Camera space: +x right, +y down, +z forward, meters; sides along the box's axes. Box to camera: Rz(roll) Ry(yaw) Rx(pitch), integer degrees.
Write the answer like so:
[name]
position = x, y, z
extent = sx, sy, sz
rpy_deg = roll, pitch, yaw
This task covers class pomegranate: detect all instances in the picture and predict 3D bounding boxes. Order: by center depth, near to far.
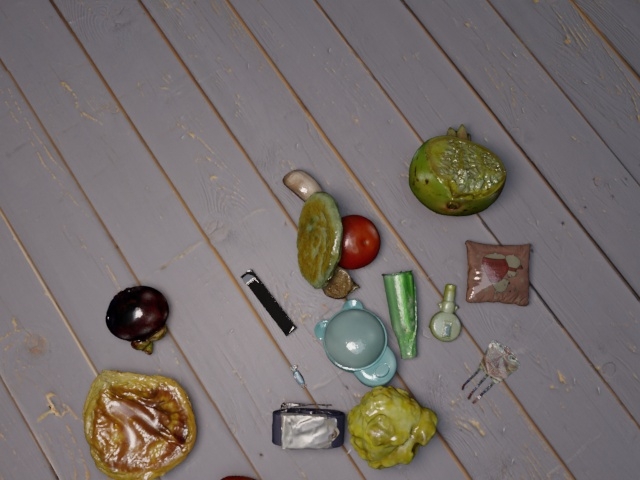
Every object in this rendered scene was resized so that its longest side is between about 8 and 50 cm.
[pomegranate]
position = 0.456, -0.228, 1.534
extent = 0.310, 0.216, 0.358
rpy_deg = 13, 50, 1

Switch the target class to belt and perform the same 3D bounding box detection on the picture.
[belt]
position = -0.038, 0.582, 1.405
extent = 0.231, 0.139, 0.126
rpy_deg = 2, 81, 1

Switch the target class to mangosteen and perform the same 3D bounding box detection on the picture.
[mangosteen]
position = -0.581, 0.260, 1.439
extent = 0.194, 0.194, 0.230
rpy_deg = -23, 106, -5

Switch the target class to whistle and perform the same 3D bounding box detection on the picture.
[whistle]
position = 0.435, 0.247, 1.515
extent = 0.104, 0.057, 0.198
rpy_deg = 12, 81, 0

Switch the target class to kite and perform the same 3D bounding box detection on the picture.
[kite]
position = 0.567, 0.448, 1.507
extent = 0.229, 0.016, 0.127
rpy_deg = -40, 80, -10

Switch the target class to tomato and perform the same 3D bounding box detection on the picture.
[tomato]
position = 0.114, 0.005, 1.494
extent = 0.195, 0.136, 0.195
rpy_deg = 0, 91, -25

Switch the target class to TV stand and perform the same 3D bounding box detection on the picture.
[TV stand]
position = -0.178, 0.212, 1.516
extent = 0.049, 0.040, 0.256
rpy_deg = -38, 83, -7

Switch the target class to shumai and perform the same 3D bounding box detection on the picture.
[shumai]
position = 0.058, 0.134, 1.505
extent = 0.139, 0.105, 0.123
rpy_deg = -14, 95, 28

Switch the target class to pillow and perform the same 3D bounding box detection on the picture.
[pillow]
position = 0.612, 0.111, 1.529
extent = 0.236, 0.084, 0.223
rpy_deg = 3, 78, -3

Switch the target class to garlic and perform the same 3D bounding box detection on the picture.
[garlic]
position = -0.052, -0.182, 1.556
extent = 0.196, 0.101, 0.087
rpy_deg = 38, 80, 5

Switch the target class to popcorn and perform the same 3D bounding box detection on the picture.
[popcorn]
position = 0.209, 0.581, 1.378
extent = 0.242, 0.250, 0.235
rpy_deg = 40, 44, 5

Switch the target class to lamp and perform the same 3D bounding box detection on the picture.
[lamp]
position = 0.128, 0.344, 1.446
extent = 0.209, 0.147, 0.284
rpy_deg = -35, 84, -11

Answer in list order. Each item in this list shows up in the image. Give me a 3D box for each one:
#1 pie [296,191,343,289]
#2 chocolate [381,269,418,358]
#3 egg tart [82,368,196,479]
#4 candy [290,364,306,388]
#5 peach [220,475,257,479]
[pie]
position = 0.000, 0.000, 1.430
extent = 0.071, 0.323, 0.322
rpy_deg = 3, 79, -25
[chocolate]
position = 0.279, 0.250, 1.494
extent = 0.110, 0.110, 0.290
rpy_deg = -6, 83, -2
[egg tart]
position = -0.559, 0.573, 1.389
extent = 0.352, 0.153, 0.339
rpy_deg = 0, 81, -2
[candy]
position = -0.072, 0.456, 1.486
extent = 0.030, 0.020, 0.083
rpy_deg = -32, 83, -5
[peach]
position = -0.215, 0.824, 1.348
extent = 0.267, 0.159, 0.153
rpy_deg = 33, 92, 6
